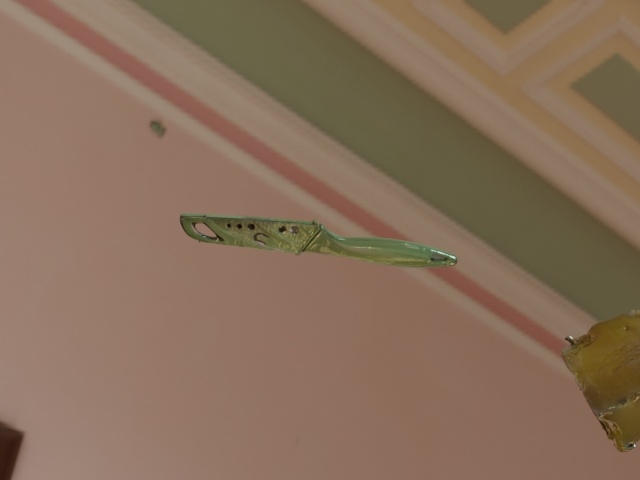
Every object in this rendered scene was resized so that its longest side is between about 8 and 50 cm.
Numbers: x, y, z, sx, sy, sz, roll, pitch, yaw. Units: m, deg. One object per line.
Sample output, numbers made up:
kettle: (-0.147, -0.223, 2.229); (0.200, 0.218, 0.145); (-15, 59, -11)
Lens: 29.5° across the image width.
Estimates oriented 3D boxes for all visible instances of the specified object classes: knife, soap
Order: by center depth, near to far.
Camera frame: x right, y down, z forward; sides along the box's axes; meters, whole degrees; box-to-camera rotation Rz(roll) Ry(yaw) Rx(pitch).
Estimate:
knife: (0.000, -0.001, 1.259); (0.293, 0.020, 0.043); (6, -60, -5)
soap: (0.423, 0.186, 1.670); (0.135, 0.233, 0.076); (-29, -72, 7)
